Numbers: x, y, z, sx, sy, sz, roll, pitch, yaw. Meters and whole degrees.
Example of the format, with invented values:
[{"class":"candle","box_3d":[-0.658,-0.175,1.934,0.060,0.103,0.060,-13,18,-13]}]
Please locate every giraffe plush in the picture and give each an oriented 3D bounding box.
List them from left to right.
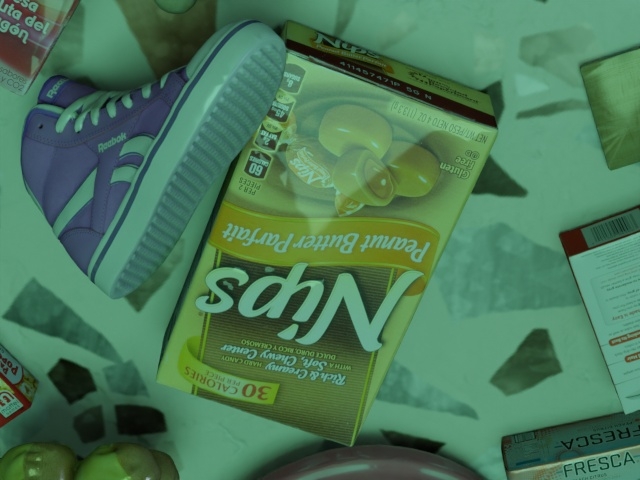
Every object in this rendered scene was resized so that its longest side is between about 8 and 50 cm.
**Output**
[{"class":"giraffe plush","box_3d":[-0.229,0.269,1.279,0.210,0.181,0.171,-4,75,9]}]

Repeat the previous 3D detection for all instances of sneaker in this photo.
[{"class":"sneaker","box_3d":[-0.148,-0.095,1.140,0.161,0.102,0.282,48,125,12]}]

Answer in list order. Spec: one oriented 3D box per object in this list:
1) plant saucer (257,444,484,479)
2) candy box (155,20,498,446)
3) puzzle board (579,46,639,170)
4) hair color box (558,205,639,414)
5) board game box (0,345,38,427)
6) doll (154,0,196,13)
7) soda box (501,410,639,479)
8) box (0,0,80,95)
[{"class":"plant saucer","box_3d":[0.041,0.348,1.383,0.332,0.084,0.332,-3,117,-5]},{"class":"candy box","box_3d":[0.000,0.000,1.228,0.183,0.087,0.316,19,113,-8]},{"class":"puzzle board","box_3d":[0.286,-0.119,1.214,0.128,0.011,0.096,-18,113,8]},{"class":"hair color box","box_3d":[0.277,0.058,1.277,0.093,0.053,0.167,-20,113,8]},{"class":"board game box","box_3d":[-0.368,0.107,1.303,0.146,0.045,0.193,-35,111,15]},{"class":"doll","box_3d":[-0.066,-0.247,1.131,0.129,0.046,0.189,36,110,-15]},{"class":"soda box","box_3d":[0.259,0.200,1.343,0.183,0.058,0.063,-13,115,7]},{"class":"box","box_3d":[-0.304,-0.254,1.071,0.300,0.154,0.142,28,112,-12]}]
